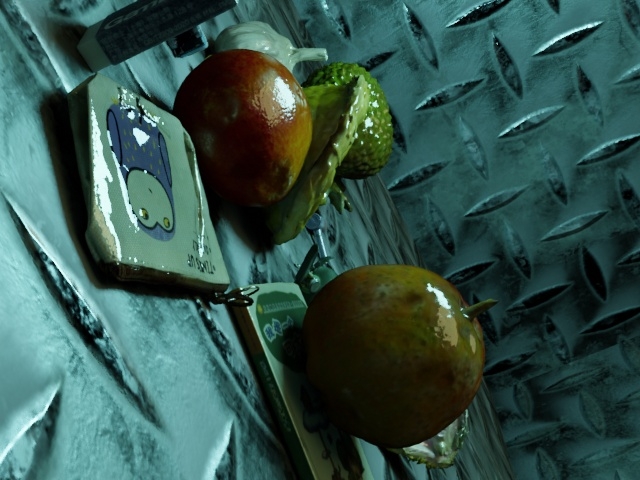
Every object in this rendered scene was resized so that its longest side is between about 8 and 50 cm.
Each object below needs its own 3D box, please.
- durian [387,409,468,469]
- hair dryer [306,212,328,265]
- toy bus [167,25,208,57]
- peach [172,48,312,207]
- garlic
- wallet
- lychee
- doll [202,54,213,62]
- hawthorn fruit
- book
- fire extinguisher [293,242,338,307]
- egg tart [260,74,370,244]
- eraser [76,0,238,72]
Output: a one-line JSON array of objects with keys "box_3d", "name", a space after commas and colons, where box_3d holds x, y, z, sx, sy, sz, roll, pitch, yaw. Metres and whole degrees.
[{"box_3d": [0.168, 0.300, 1.691, 0.195, 0.185, 0.305, -10, 114, -43], "name": "durian"}, {"box_3d": [0.000, 0.000, 1.886, 0.063, 0.037, 0.114, 31, 44, -72], "name": "hair dryer"}, {"box_3d": [-0.242, -0.381, 1.509, 0.075, 0.060, 0.123, -46, 113, -82], "name": "toy bus"}, {"box_3d": [-0.116, -0.163, 1.293, 0.243, 0.199, 0.244, -8, 90, -75], "name": "peach"}, {"box_3d": [-0.091, -0.355, 1.754, 0.218, 0.212, 0.219, -21, 90, -83], "name": "garlic"}, {"box_3d": [-0.193, -0.051, 1.050, 0.275, 0.068, 0.335, 71, 14, 14], "name": "wallet"}, {"box_3d": [0.044, -0.250, 2.027, 0.270, 0.269, 0.320, -94, -163, -60], "name": "lychee"}, {"box_3d": [-0.135, -0.243, 1.617, 0.135, 0.098, 0.241, 46, -5, 41], "name": "doll"}, {"box_3d": [0.128, 0.155, 1.292, 0.277, 0.298, 0.277, 61, 11, -21], "name": "hawthorn fruit"}, {"box_3d": [-0.017, 0.240, 1.307, 0.371, 0.043, 0.260, 67, 13, 7], "name": "book"}, {"box_3d": [0.027, 0.121, 1.572, 0.095, 0.114, 0.311, 42, -5, 41], "name": "fire extinguisher"}, {"box_3d": [-0.033, -0.155, 1.518, 0.132, 0.345, 0.345, 30, 18, -6], "name": "egg tart"}, {"box_3d": [-0.204, -0.289, 1.117, 0.092, 0.212, 0.046, -93, 157, -58], "name": "eraser"}]
